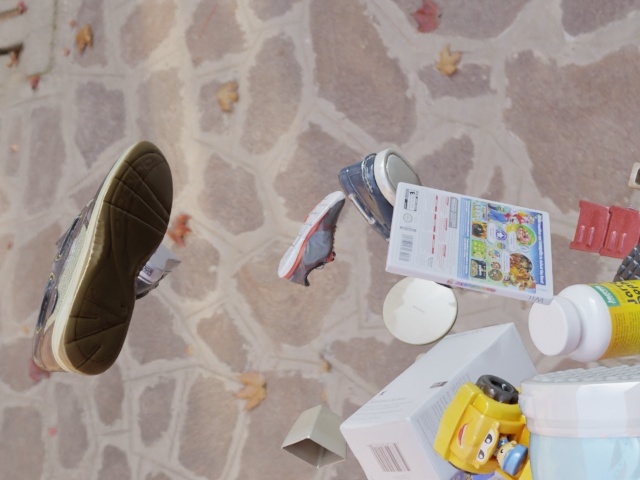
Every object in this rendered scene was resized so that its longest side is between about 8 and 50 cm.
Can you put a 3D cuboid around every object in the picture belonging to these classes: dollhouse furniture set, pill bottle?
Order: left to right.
[{"bbox_3d":[0.426,0.122,1.136,0.117,0.208,0.117,178,90,-68],"label":"pill bottle"},{"bbox_3d":[0.719,-0.139,1.695,0.152,0.201,0.374,18,98,44],"label":"dollhouse furniture set"}]

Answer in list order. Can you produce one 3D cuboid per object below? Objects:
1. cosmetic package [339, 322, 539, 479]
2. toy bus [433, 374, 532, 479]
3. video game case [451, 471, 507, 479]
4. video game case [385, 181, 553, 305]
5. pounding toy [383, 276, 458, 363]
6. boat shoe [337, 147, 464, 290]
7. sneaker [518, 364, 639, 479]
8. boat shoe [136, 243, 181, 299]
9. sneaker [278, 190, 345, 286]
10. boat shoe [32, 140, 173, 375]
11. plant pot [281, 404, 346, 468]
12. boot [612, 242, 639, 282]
[{"bbox_3d":[0.256,0.334,1.545,0.217,0.385,0.156,-23,97,49],"label":"cosmetic package"},{"bbox_3d":[0.309,0.314,1.090,0.211,0.220,0.149,48,120,57],"label":"toy bus"},{"bbox_3d":[0.396,0.473,1.414,0.244,0.269,0.061,13,58,-3],"label":"video game case"},{"bbox_3d":[0.114,0.001,0.567,0.122,0.011,0.087,12,49,1],"label":"video game case"},{"bbox_3d":[0.266,0.206,1.834,0.183,0.110,0.237,-31,57,2],"label":"pounding toy"},{"bbox_3d":[0.113,-0.015,0.965,0.079,0.254,0.095,-13,51,33],"label":"boat shoe"},{"bbox_3d":[0.317,0.150,0.467,0.366,0.135,0.150,-6,86,24],"label":"sneaker"},{"bbox_3d":[-0.151,0.021,0.628,0.049,0.142,0.040,39,91,-6],"label":"boat shoe"},{"bbox_3d":[0.000,0.000,1.127,0.065,0.061,0.158,32,97,-14],"label":"sneaker"},{"bbox_3d":[-0.131,0.006,0.440,0.049,0.056,0.152,-7,51,28],"label":"boat shoe"},{"bbox_3d":[-0.004,0.431,1.669,0.109,0.109,0.096,-34,29,45],"label":"plant pot"},{"bbox_3d":[0.633,0.008,1.263,0.118,0.223,0.338,40,111,34],"label":"boot"}]
